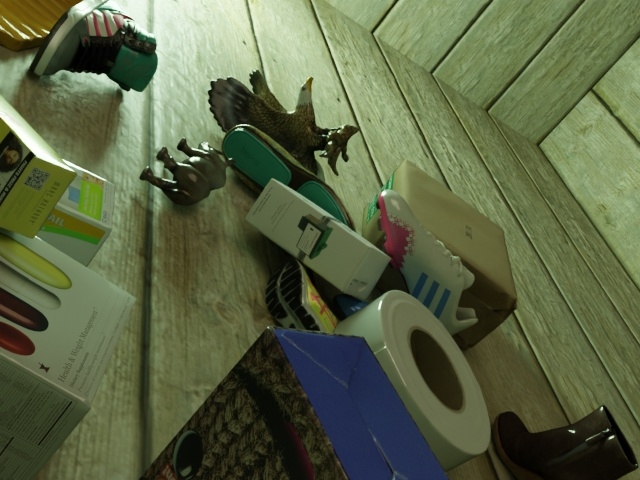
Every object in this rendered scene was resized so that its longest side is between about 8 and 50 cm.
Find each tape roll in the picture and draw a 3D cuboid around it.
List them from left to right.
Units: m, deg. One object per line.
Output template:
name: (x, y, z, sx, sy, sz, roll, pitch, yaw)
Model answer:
tape roll: (0.142, 0.221, 1.315, 0.286, 0.100, 0.286, 43, 27, -28)

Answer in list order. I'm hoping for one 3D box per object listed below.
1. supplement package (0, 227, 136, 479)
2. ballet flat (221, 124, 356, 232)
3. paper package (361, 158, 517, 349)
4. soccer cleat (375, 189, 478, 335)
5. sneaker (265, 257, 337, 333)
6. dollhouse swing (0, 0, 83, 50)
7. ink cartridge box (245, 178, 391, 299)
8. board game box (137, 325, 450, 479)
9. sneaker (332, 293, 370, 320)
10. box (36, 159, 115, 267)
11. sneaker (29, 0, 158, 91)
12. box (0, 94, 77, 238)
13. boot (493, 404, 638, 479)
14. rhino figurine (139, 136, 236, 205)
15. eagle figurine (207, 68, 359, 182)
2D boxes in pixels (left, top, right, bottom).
supplement package: (-0.325, 0.101, 0.847, 0.203, 0.149, 0.194, 34, 24, -16)
ballet flat: (-0.048, -0.091, 1.643, 0.348, 0.123, 0.123, 45, 24, 9)
paper package: (0.243, 0.021, 1.799, 0.309, 0.168, 0.325, 36, 25, -11)
soccer cleat: (0.203, 0.038, 1.576, 0.116, 0.143, 0.331, -87, 159, -60)
sneaker: (-0.021, 0.119, 1.367, 0.094, 0.081, 0.209, 27, 32, -44)
dollhouse swing: (-0.534, -0.566, 1.503, 0.315, 0.305, 0.347, 40, 23, -1)
ink cartridge box: (0.000, 0.000, 1.474, 0.219, 0.093, 0.160, 35, 4, 19)
board game box: (-0.036, 0.266, 0.813, 0.141, 0.291, 0.232, 13, 35, -45)
sneaker: (0.121, 0.144, 1.516, 0.209, 0.082, 0.069, 35, 26, -10)
box: (-0.379, -0.050, 1.086, 0.203, 0.103, 0.114, 27, 27, -27)
sneaker: (-0.393, -0.334, 1.547, 0.178, 0.124, 0.296, 36, 34, -11)
box: (-0.355, -0.100, 0.913, 0.232, 0.087, 0.058, 41, 8, 37)
boot: (0.411, 0.344, 1.437, 0.090, 0.207, 0.248, 26, 28, -30)
rhino figurine: (-0.217, -0.124, 1.490, 0.106, 0.073, 0.243, 37, 23, 1)
eagle figurine: (-0.074, -0.255, 1.842, 0.298, 0.225, 0.226, 15, -26, 15)
